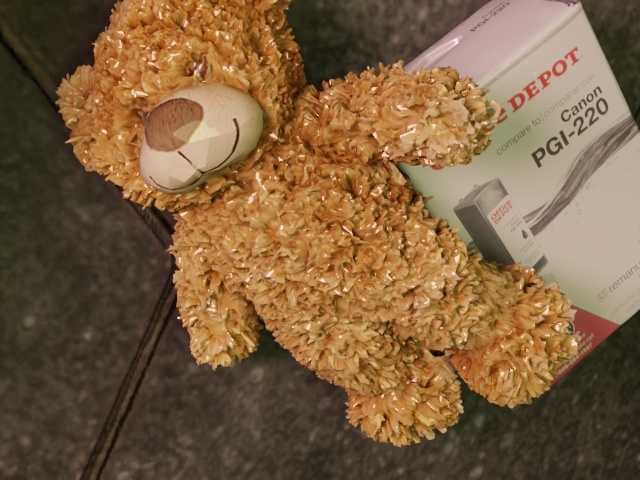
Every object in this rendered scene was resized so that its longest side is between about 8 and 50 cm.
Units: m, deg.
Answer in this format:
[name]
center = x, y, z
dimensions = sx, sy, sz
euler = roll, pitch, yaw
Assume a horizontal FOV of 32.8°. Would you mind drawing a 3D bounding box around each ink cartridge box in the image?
[ink cartridge box]
center = 0.135, -0.032, 0.729
dimensions = 0.158, 0.092, 0.218
euler = -39, 115, -10

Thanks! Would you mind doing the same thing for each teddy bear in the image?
[teddy bear]
center = 0.000, 0.000, 0.623
dimensions = 0.338, 0.245, 0.113
euler = 62, 35, -30
